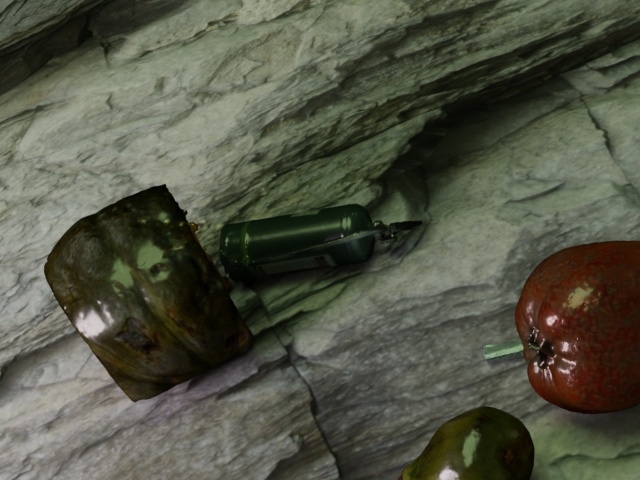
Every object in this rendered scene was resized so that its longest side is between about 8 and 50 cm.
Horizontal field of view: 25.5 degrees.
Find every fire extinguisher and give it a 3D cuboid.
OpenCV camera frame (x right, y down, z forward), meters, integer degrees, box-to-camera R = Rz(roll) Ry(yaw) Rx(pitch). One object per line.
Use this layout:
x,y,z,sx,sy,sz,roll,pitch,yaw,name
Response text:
0.000,0.000,2.088,0.294,0.093,0.118,-9,0,20,fire extinguisher

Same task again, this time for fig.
0.177,0.273,1.683,0.127,0.185,0.133,9,69,-12,fig

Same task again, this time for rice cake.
0.270,0.136,1.834,0.121,0.021,0.022,-15,50,14,rice cake

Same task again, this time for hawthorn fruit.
0.370,0.099,1.695,0.262,0.210,0.210,-9,36,-14,hawthorn fruit

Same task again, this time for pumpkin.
-0.246,0.066,2.026,0.225,0.256,0.303,-35,24,-6,pumpkin
